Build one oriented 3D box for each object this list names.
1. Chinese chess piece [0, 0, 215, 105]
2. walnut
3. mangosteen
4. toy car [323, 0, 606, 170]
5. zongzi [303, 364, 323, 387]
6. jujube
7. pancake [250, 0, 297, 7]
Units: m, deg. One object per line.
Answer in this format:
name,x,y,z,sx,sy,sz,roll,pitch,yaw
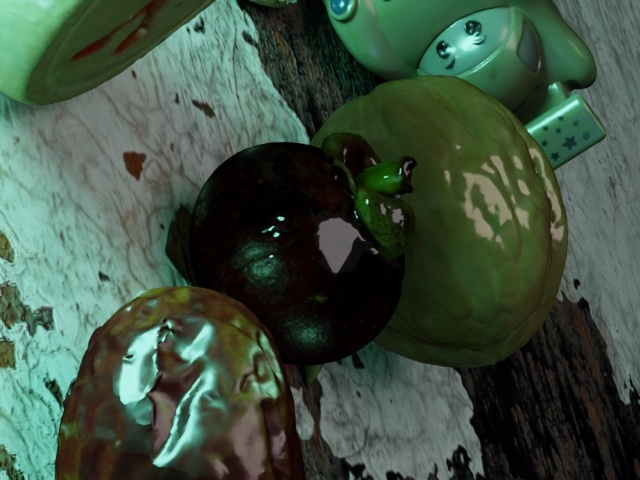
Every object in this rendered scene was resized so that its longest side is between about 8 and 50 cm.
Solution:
Chinese chess piece,-0.156,-0.254,1.311,0.140,0.338,0.338,50,27,2
walnut,0.121,-0.015,1.729,0.252,0.277,0.313,-25,86,-29
mangosteen,-0.007,0.009,1.524,0.216,0.216,0.216,42,36,-41
toy car,0.177,-0.237,1.993,0.336,0.242,0.226,46,17,-42
zongzi,-0.017,0.075,1.665,0.104,0.113,0.052,36,10,36
jujube,-0.108,0.180,1.236,0.197,0.197,0.290,22,65,-56
pancake,-0.098,-0.390,1.846,0.282,0.049,0.282,43,35,-42
